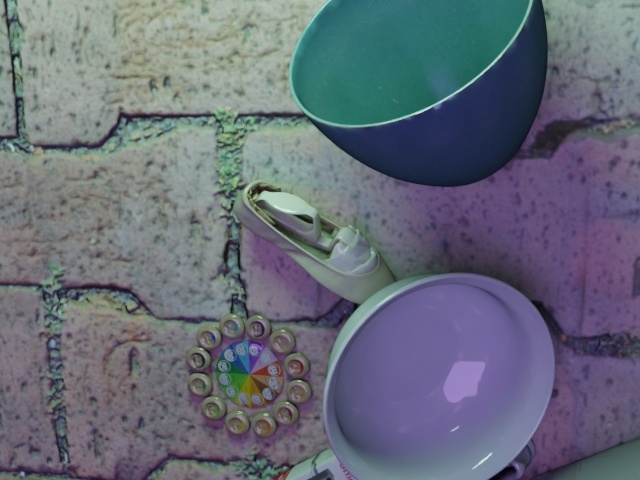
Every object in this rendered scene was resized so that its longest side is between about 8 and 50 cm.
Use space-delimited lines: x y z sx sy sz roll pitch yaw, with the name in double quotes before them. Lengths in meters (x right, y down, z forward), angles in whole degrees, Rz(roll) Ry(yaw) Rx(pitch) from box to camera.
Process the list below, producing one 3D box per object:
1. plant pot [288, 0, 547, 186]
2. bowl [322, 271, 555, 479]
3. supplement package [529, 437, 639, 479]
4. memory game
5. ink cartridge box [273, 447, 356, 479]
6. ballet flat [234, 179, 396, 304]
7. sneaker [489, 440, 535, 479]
"plant pot" 0.137 -0.173 1.280 0.290 0.290 0.195 -21 133 19
"bowl" 0.128 0.160 1.393 0.298 0.134 0.297 -5 109 -15
"supplement package" 0.371 0.361 1.376 0.203 0.194 0.149 -26 97 20
"memory game" -0.100 0.188 1.553 0.186 0.012 0.186 4 105 14
"ink cartridge box" 0.011 0.346 1.541 0.135 0.056 0.099 -31 94 21
"ballet flat" 0.000 0.000 1.432 0.248 0.086 0.086 31 110 5
"sneaker" 0.183 0.301 1.471 0.191 0.083 0.071 -21 100 20
